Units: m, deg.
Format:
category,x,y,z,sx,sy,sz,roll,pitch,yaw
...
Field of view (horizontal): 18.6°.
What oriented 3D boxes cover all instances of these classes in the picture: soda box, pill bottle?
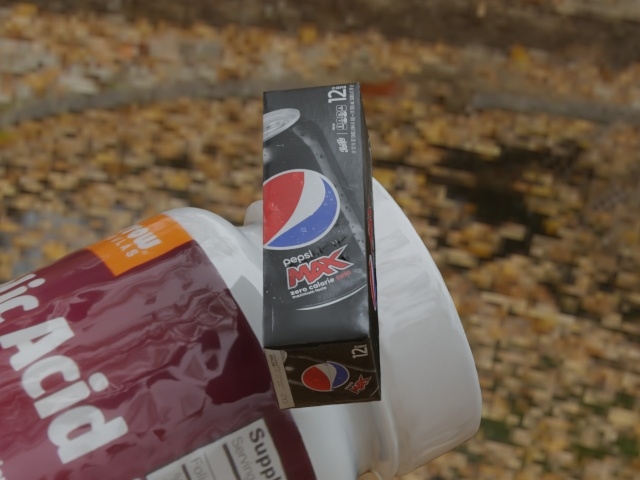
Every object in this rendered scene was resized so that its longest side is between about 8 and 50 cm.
category,x,y,z,sx,sy,sz,roll,pitch,yaw
soda box,0.000,0.000,0.996,0.053,0.060,0.169,-6,51,5
pill bottle,-0.119,0.116,1.142,0.392,0.224,0.224,-25,34,-15
